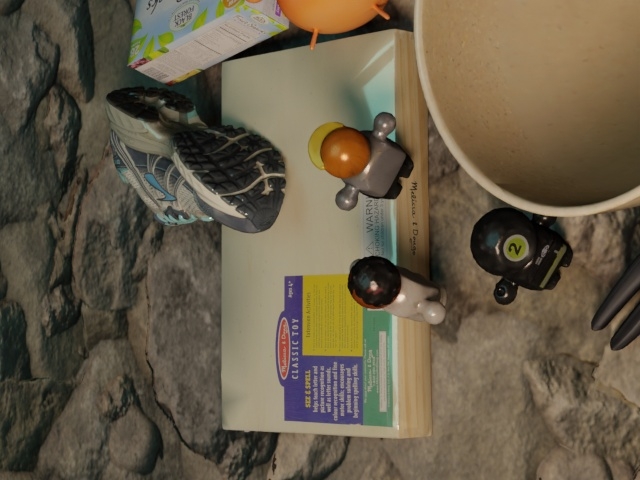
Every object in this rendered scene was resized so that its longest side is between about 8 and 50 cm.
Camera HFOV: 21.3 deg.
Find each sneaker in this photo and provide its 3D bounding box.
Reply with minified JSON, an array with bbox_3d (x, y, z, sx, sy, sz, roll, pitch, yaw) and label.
[{"bbox_3d":[-0.131,-0.064,1.827,0.283,0.110,0.122,38,133,44],"label":"sneaker"}]

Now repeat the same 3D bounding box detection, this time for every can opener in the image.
[{"bbox_3d":[0.290,0.026,1.462,0.059,0.073,0.186,59,137,21],"label":"can opener"}]

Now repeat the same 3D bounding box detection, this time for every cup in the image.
[{"bbox_3d":[0.271,-0.180,1.358,0.331,0.237,0.331,-2,88,48],"label":"cup"}]

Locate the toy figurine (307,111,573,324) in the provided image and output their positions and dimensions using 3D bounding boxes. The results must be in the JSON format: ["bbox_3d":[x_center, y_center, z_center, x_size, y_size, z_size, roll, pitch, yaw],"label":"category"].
[{"bbox_3d":[0.108,-0.034,1.552,0.210,0.148,0.213,-16,75,23],"label":"toy figurine"}]

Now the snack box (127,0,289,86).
[{"bbox_3d":[-0.117,-0.285,1.871,0.207,0.070,0.174,-20,57,46],"label":"snack box"}]

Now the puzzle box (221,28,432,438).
[{"bbox_3d":[0.000,0.000,1.774,0.272,0.052,0.408,-3,86,46],"label":"puzzle box"}]

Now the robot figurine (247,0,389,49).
[{"bbox_3d":[0.000,-0.304,1.736,0.128,0.158,0.219,-46,55,55],"label":"robot figurine"}]
